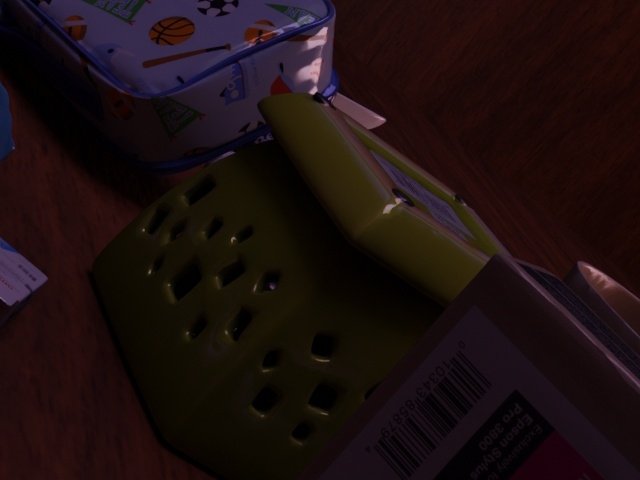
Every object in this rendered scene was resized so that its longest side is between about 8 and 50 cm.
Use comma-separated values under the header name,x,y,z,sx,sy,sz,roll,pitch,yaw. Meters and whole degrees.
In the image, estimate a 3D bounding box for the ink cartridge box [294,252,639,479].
name,x,y,z,sx,sy,sz,roll,pitch,yaw
ink cartridge box,0.099,0.157,0.938,0.193,0.235,0.088,46,12,28

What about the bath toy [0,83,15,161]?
name,x,y,z,sx,sy,sz,roll,pitch,yaw
bath toy,-0.278,-0.102,0.971,0.348,0.151,0.129,-129,-156,-52

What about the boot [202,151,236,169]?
name,x,y,z,sx,sy,sz,roll,pitch,yaw
boot,-0.031,-0.010,1.628,0.190,0.069,0.086,27,25,-29

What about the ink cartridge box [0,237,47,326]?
name,x,y,z,sx,sy,sz,roll,pitch,yaw
ink cartridge box,-0.195,0.025,0.995,0.048,0.028,0.083,40,11,-2

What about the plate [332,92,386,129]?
name,x,y,z,sx,sy,sz,roll,pitch,yaw
plate,-0.098,-0.198,1.971,0.278,0.045,0.277,24,1,-32

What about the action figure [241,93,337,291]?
name,x,y,z,sx,sy,sz,roll,pitch,yaw
action figure,0.000,0.000,1.467,0.185,0.099,0.285,46,26,-36

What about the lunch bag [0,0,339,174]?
name,x,y,z,sx,sy,sz,roll,pitch,yaw
lunch bag,-0.146,-0.190,1.510,0.303,0.243,0.115,41,-30,38

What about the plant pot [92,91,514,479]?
name,x,y,z,sx,sy,sz,roll,pitch,yaw
plant pot,0.010,0.045,1.150,0.228,0.207,0.227,32,14,-33

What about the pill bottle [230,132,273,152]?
name,x,y,z,sx,sy,sz,roll,pitch,yaw
pill bottle,-0.039,-0.077,1.755,0.094,0.094,0.169,32,14,-39

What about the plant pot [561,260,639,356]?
name,x,y,z,sx,sy,sz,roll,pitch,yaw
plant pot,0.280,0.182,1.564,0.284,0.191,0.284,39,12,-10
